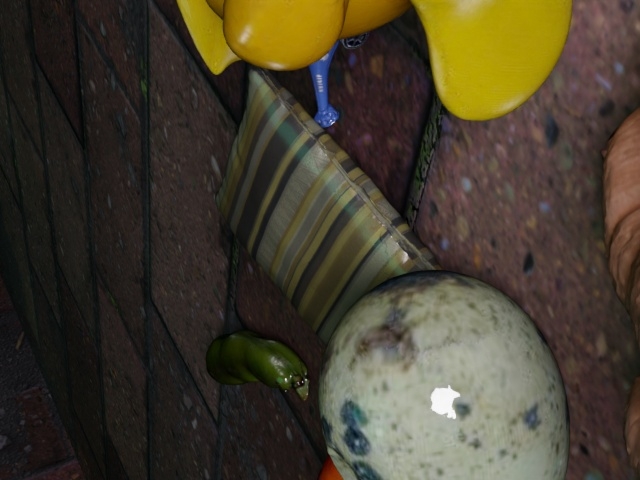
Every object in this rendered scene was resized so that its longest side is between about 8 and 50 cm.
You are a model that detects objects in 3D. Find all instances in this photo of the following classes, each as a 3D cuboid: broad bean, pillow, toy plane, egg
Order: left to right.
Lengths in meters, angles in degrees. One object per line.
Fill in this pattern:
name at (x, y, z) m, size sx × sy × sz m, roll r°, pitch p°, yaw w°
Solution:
broad bean at (-0.074, 0.122, 1.072) m, size 0.065 × 0.046 × 0.254 m, roll 62°, pitch 157°, yaw -9°
toy plane at (-0.004, -0.132, 0.725) m, size 0.054 × 0.062 × 0.167 m, roll 54°, pitch 161°, yaw 37°
pillow at (0.000, 0.000, 0.785) m, size 0.212 × 0.052 × 0.208 m, roll 49°, pitch 156°, yaw 10°
egg at (0.073, 0.105, 0.611) m, size 0.141 × 0.141 × 0.182 m, roll 8°, pitch 121°, yaw 65°

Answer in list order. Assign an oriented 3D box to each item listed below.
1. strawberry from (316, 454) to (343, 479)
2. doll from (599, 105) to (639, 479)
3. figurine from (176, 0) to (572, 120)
strawberry at (0.063, 0.187, 0.787) m, size 0.121 × 0.082 × 0.188 m, roll 39°, pitch 135°, yaw 21°
doll at (0.185, 0.040, 0.367) m, size 0.201 × 0.156 × 0.303 m, roll 88°, pitch -178°, yaw -50°
figurine at (0.022, -0.162, 0.491) m, size 0.228 × 0.215 × 0.215 m, roll 31°, pitch 135°, yaw 39°
